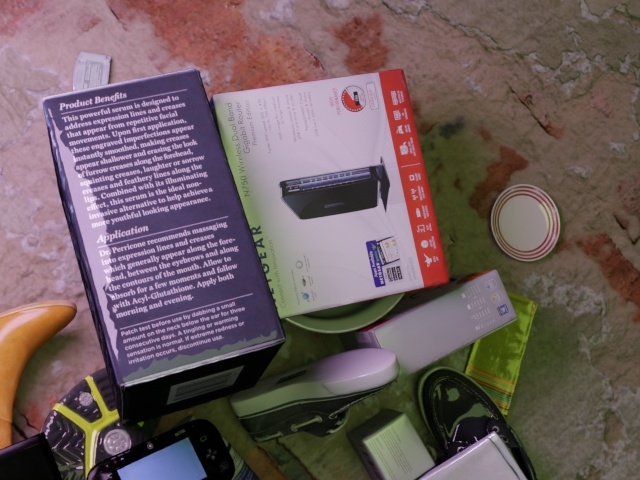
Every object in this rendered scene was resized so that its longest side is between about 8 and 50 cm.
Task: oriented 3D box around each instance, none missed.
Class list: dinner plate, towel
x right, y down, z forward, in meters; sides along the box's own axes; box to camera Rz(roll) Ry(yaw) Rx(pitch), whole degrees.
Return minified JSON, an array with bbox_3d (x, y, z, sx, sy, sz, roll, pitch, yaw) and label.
[{"bbox_3d":[0.370,-0.032,1.559,0.141,0.017,0.141,2,84,-16],"label":"dinner plate"},{"bbox_3d":[0.311,0.205,1.513,0.102,0.021,0.237,22,78,-14],"label":"towel"}]

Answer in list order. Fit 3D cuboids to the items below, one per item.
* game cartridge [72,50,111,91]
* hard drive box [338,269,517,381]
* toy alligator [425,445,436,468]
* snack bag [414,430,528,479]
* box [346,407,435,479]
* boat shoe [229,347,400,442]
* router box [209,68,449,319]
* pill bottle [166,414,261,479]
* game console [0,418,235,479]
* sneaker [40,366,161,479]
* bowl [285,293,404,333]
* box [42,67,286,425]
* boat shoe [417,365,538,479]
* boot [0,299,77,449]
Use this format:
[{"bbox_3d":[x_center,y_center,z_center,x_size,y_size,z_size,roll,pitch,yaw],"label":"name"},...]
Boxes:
[{"bbox_3d":[-0.365,-0.256,1.364,0.056,0.017,0.083,8,82,-19],"label":"game cartridge"},{"bbox_3d":[0.170,0.138,1.395,0.232,0.181,0.089,-25,91,-18],"label":"hard drive box"},{"bbox_3d":[0.209,0.434,1.444,0.051,0.056,0.189,-3,82,-59],"label":"toy alligator"},{"bbox_3d":[0.234,0.522,1.382,0.323,0.037,0.342,-34,99,6],"label":"snack bag"},{"bbox_3d":[0.112,0.339,1.396,0.087,0.102,0.101,-31,92,-15],"label":"box"},{"bbox_3d":[-0.001,0.245,1.299,0.102,0.301,0.108,64,29,-8],"label":"boat shoe"},{"bbox_3d":[0.010,-0.066,1.280,0.301,0.082,0.335,-12,88,-18],"label":"router box"},{"bbox_3d":[-0.166,0.362,1.305,0.112,0.112,0.186,-41,96,-17],"label":"pill bottle"},{"bbox_3d":[-0.293,0.338,1.161,0.361,0.044,0.213,-20,79,-31],"label":"game console"},{"bbox_3d":[-0.371,0.336,1.242,0.145,0.147,0.384,40,57,-6],"label":"sneaker"},{"bbox_3d":[0.000,0.000,1.383,0.298,0.134,0.297,2,84,-17],"label":"bowl"},{"bbox_3d":[-0.224,0.018,1.185,0.212,0.293,0.395,-14,72,-17],"label":"box"},{"bbox_3d":[0.280,0.362,1.426,0.127,0.113,0.340,-28,97,-5],"label":"boat shoe"},{"bbox_3d":[-0.453,0.227,1.203,0.295,0.104,0.211,-25,65,-7],"label":"boot"}]
